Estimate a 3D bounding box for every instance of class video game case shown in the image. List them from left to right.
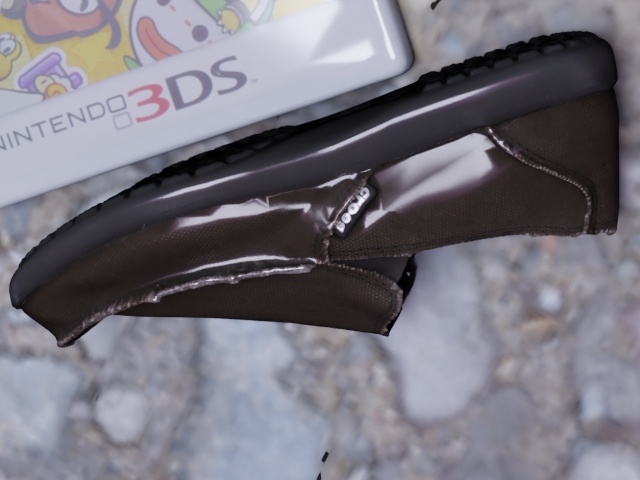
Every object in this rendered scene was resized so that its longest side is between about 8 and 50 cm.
[{"bbox_3d":[-0.100,-0.134,0.601,0.206,0.026,0.227,-17,98,14],"label":"video game case"}]

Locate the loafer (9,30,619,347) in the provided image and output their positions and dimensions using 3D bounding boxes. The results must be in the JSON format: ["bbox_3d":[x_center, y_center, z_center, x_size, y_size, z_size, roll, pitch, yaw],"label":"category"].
[{"bbox_3d":[0.000,0.000,0.581,0.220,0.080,0.078,-19,97,15],"label":"loafer"}]
